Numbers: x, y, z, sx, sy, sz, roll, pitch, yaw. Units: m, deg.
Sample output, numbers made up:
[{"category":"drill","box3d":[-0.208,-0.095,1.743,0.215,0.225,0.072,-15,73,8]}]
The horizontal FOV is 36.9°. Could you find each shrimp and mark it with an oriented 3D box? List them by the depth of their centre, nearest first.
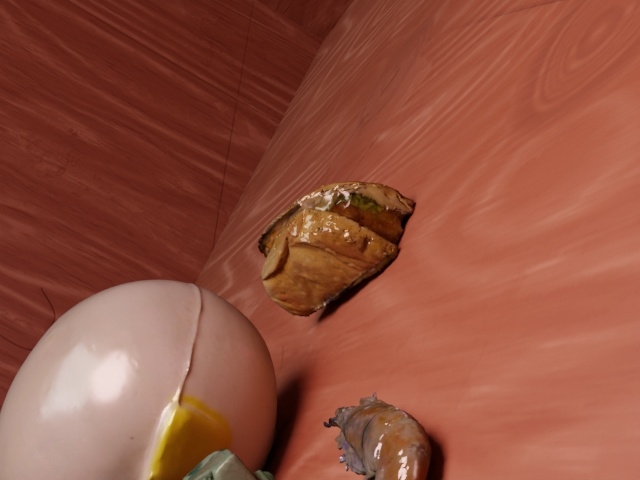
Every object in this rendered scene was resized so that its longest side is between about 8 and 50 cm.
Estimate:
[{"category":"shrimp","box3d":[0.034,0.187,0.762,0.223,0.047,0.126,-173,102,-78]}]

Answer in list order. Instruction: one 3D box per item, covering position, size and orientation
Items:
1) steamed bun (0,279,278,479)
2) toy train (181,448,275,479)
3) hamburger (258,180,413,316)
[{"category":"steamed bun","box3d":[-0.218,0.222,1.137,0.374,0.334,0.334,-54,12,30]},{"category":"toy train","box3d":[-0.156,0.321,0.827,0.326,0.129,0.159,-42,0,-14]},{"category":"hamburger","box3d":[0.000,0.000,1.198,0.262,0.131,0.124,-39,23,52]}]
